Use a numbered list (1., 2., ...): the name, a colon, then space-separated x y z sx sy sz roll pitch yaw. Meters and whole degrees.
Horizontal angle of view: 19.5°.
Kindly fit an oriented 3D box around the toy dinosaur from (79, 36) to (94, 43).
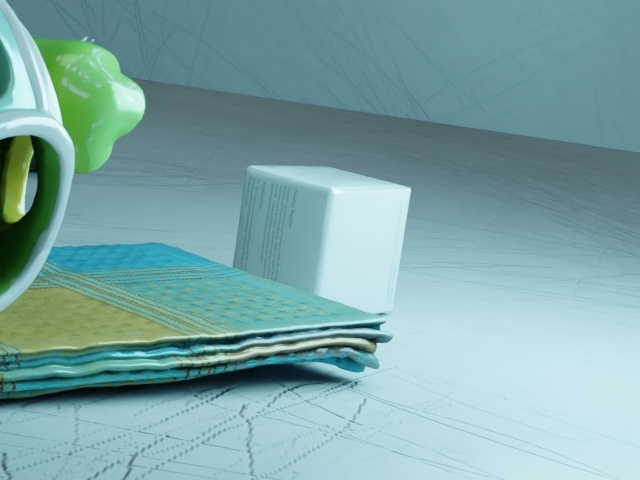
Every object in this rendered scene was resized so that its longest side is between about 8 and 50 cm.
1. toy dinosaur: -0.359 -0.118 1.624 0.313 0.160 0.121 2 11 -37

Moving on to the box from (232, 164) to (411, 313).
1. box: 0.000 0.000 1.394 0.087 0.101 0.102 16 12 38

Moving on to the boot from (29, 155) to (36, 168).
1. boot: -0.335 -0.114 1.810 0.178 0.085 0.236 6 0 -11

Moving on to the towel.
1. towel: -0.179 0.047 1.165 0.370 0.040 0.271 -2 13 -40

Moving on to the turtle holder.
1. turtle holder: -0.243 -0.043 0.969 0.227 0.243 0.320 24 -5 22
